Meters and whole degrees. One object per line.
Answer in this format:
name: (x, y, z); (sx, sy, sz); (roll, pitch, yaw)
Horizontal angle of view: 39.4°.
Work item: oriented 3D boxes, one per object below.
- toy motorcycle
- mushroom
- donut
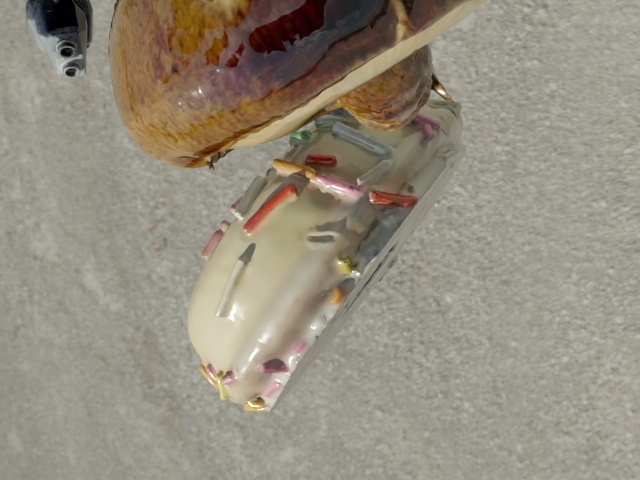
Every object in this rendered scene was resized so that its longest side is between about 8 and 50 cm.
toy motorcycle: (-0.271, -0.268, 0.900); (0.270, 0.106, 0.159); (98, 157, -56)
mushroom: (0.004, -0.153, 0.543); (0.297, 0.278, 0.163); (-30, 82, 5)
donut: (0.000, 0.000, 0.918); (0.142, 0.382, 0.382); (36, 121, 6)
